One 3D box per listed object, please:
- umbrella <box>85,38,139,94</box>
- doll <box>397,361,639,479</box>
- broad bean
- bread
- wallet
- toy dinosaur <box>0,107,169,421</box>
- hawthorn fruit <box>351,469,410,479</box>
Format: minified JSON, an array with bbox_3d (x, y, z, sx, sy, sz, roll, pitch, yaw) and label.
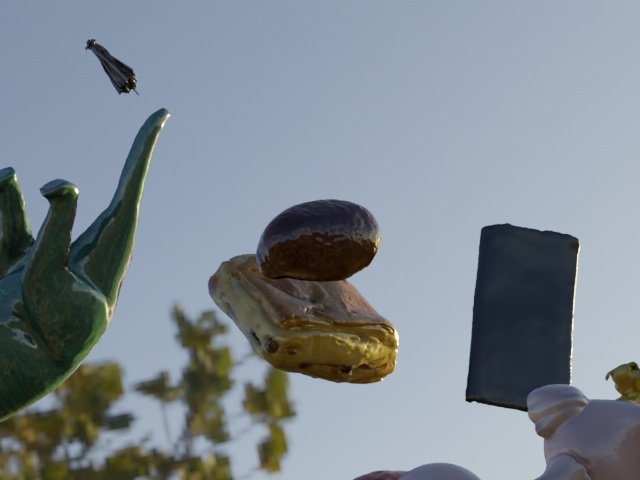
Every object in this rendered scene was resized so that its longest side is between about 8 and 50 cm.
[{"bbox_3d":[-0.205,-0.172,1.796,0.020,0.083,0.031,-27,-28,-24],"label":"umbrella"},{"bbox_3d":[0.186,0.224,1.568,0.365,0.160,0.094,-28,-10,-31],"label":"doll"},{"bbox_3d":[0.000,0.000,2.277,0.165,0.114,0.084,-2,-22,-22],"label":"broad bean"},{"bbox_3d":[-0.016,0.100,2.463,0.235,0.210,0.099,13,-67,-40],"label":"bread"},{"bbox_3d":[0.281,0.108,2.512,0.146,0.285,0.030,9,-29,-3],"label":"wallet"},{"bbox_3d":[-0.232,0.119,1.488,0.383,0.331,0.129,-27,22,-16],"label":"toy dinosaur"},{"bbox_3d":[0.094,0.472,2.452,0.276,0.276,0.307,-1,-52,-27],"label":"hawthorn fruit"}]
